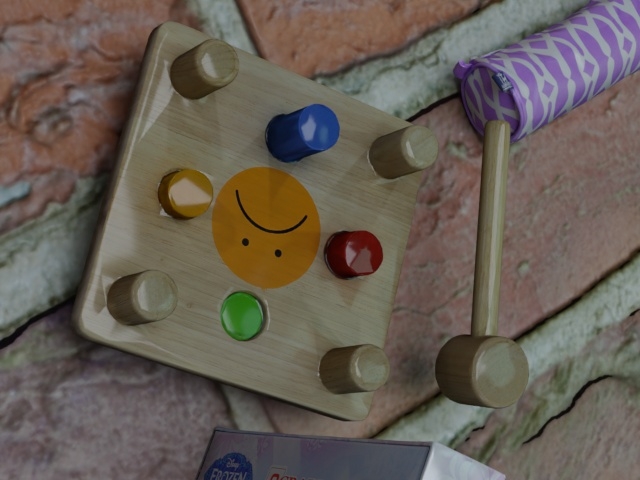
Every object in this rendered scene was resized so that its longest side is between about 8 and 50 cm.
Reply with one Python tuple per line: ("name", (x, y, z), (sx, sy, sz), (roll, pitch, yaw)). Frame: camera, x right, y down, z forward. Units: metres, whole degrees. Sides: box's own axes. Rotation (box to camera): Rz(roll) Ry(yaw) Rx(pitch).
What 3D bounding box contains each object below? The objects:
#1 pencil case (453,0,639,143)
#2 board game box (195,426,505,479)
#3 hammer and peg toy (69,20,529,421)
("pencil case", (0.216, -0.161, 1.278), (0.206, 0.086, 0.088), (-28, 70, -29))
("board game box", (-0.035, 0.289, 0.956), (0.066, 0.318, 0.318), (28, 73, -25))
("hammer and peg toy", (0.000, 0.000, 1.116), (0.361, 0.127, 0.266), (20, 74, -25))
